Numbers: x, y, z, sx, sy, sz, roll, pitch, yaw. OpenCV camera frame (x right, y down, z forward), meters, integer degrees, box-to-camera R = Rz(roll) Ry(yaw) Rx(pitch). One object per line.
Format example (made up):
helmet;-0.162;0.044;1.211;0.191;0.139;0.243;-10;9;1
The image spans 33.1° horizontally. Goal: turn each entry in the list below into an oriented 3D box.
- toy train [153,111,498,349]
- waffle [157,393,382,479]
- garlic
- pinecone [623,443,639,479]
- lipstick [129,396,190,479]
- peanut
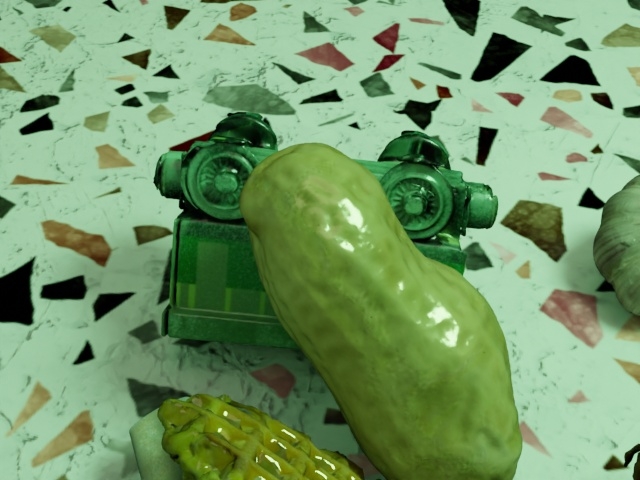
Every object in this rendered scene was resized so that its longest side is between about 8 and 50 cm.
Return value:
toy train;0.000;0.000;0.956;0.301;0.202;0.120;5;16;3
waffle;0.005;0.195;0.733;0.254;0.052;0.245;29;12;-42
garlic;0.335;0.010;1.038;0.147;0.102;0.159;0;64;-7
pinecone;0.339;0.200;0.707;0.296;0.242;0.298;0;31;-12
lipstick;-0.080;0.210;0.758;0.079;0.077;0.253;-30;33;-5
peanut;0.054;0.063;0.843;0.147;0.147;0.318;-36;95;-36
